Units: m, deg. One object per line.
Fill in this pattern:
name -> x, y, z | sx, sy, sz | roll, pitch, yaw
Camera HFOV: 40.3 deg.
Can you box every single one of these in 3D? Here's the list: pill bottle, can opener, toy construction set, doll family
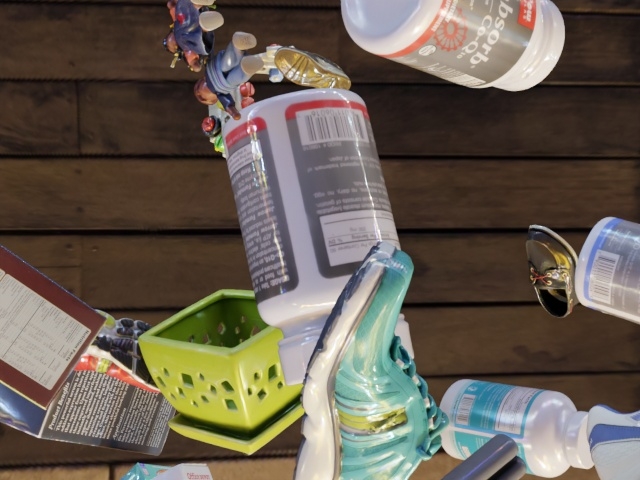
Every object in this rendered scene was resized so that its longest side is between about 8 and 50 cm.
pill bottle -> 0.000, 0.000, 0.917 | 0.161, 0.161, 0.283 | -10, 80, -11
can opener -> 0.164, 0.371, 1.230 | 0.280, 0.093, 0.074 | -32, 113, -14
pill bottle -> 0.347, 0.328, 1.523 | 0.146, 0.264, 0.146 | -2, 92, -47
pill bottle -> 0.226, -0.367, 1.419 | 0.362, 0.210, 0.210 | 7, 89, -43
toy construction set -> -0.151, -0.302, 1.914 | 0.151, 0.215, 0.328 | 38, 45, -42
doll family -> -0.110, -0.204, 0.795 | 0.076, 0.111, 0.193 | -3, 80, -33
pill bottle -> 0.278, 0.034, 0.682 | 0.078, 0.137, 0.078 | -25, 124, -43

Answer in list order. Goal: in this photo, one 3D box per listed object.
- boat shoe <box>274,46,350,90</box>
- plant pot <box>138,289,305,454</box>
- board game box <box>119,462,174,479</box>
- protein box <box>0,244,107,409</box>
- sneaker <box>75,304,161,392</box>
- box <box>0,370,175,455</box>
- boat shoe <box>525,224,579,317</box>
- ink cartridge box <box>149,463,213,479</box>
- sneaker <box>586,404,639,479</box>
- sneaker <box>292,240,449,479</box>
boat shoe -> -0.018, -0.300, 1.522 | 0.152, 0.049, 0.056 | 22, 122, -31
plant pot -> -0.140, 0.223, 1.487 | 0.228, 0.227, 0.207 | -28, 116, -49
board game box -> -0.369, 0.520, 1.696 | 0.210, 0.160, 0.047 | -44, 58, 9
protein box -> -0.417, 0.097, 1.129 | 0.201, 0.199, 0.136 | 40, 70, -22
sneaker -> -0.374, 0.187, 1.499 | 0.279, 0.118, 0.107 | 32, 45, -26
box -> -0.503, 0.272, 1.747 | 0.293, 0.395, 0.212 | 13, 78, 27
boat shoe -> 0.245, 0.034, 0.926 | 0.042, 0.048, 0.133 | -53, 136, -19
ink cartridge box -> -0.147, 0.336, 1.019 | 0.056, 0.099, 0.135 | -26, 71, 5
sneaker -> 0.381, 0.144, 0.784 | 0.296, 0.131, 0.112 | -27, 136, 9
sneaker -> 0.048, 0.123, 0.681 | 0.109, 0.107, 0.275 | 13, 123, 14
